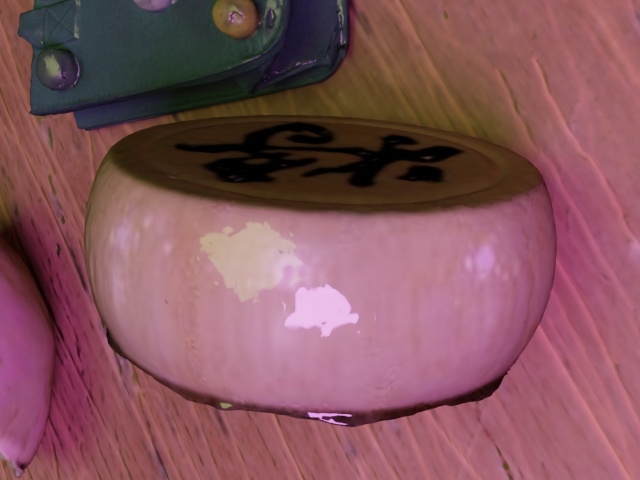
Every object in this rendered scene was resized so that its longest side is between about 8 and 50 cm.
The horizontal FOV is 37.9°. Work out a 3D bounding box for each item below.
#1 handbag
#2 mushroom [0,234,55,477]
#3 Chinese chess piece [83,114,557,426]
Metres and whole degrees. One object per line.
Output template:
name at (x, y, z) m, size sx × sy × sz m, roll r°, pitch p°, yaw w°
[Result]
handbag at (-0.119, -0.227, 0.683) m, size 0.274 × 0.100 × 0.268 m, roll -1°, pitch 90°, yaw 30°
mushroom at (-0.275, 0.085, 0.771) m, size 0.162 × 0.173 × 0.236 m, roll 33°, pitch 154°, yaw -10°
Chinese chess piece at (0.000, 0.000, 0.520) m, size 0.257 × 0.257 × 0.104 m, roll 14°, pitch 110°, yaw 30°
